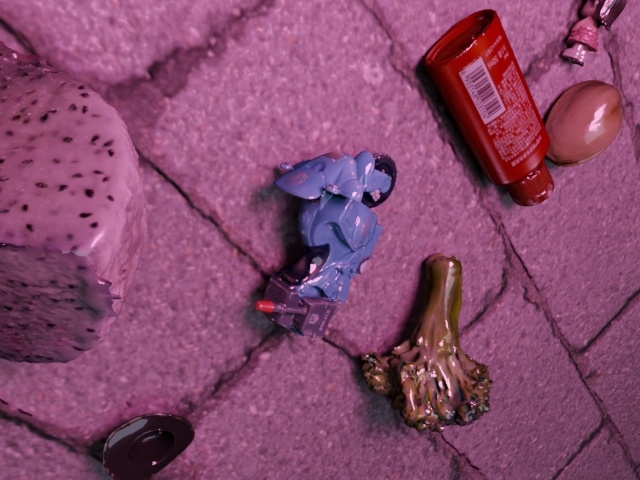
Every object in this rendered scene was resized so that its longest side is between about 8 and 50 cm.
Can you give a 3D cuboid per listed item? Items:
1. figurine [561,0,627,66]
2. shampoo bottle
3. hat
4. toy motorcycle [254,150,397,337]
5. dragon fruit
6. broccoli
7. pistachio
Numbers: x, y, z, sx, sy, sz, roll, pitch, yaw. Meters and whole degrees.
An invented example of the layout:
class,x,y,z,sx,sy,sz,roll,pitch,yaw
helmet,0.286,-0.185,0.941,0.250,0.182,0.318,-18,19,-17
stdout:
class,x,y,z,sx,sy,sz,roll,pitch,yaw
figurine,0.433,-0.338,0.830,0.072,0.054,0.129,11,107,-37
shampoo bottle,0.266,-0.177,0.789,0.118,0.076,0.314,-47,125,-6
hat,-0.233,0.265,0.708,0.121,0.050,0.121,-16,121,-30
toy motorcycle,0.000,0.000,0.689,0.182,0.124,0.272,14,102,-44
dragon fruit,-0.292,-0.024,0.469,0.283,0.203,0.221,6,141,-6
broccoli,0.160,0.170,0.867,0.199,0.177,0.274,-15,89,13
pistachio,0.423,-0.186,0.862,0.149,0.113,0.113,-46,125,4
